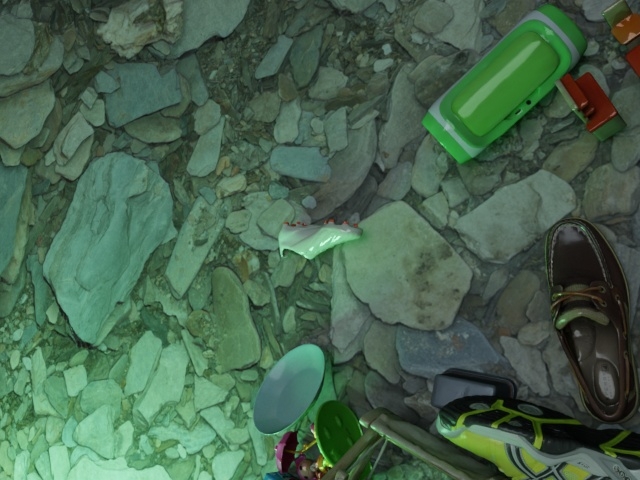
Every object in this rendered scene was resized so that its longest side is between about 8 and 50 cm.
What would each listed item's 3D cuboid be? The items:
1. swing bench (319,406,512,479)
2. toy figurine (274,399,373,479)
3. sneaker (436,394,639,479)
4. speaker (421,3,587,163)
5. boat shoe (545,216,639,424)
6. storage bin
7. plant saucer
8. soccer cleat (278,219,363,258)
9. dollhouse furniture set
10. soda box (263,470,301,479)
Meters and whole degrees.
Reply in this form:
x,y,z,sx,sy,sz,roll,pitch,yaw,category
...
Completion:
x,y,z,sx,sy,sz,roll,pitch,yaw,category
0.147,0.416,1.131,0.253,0.165,0.254,24,57,30,swing bench
-0.008,0.402,1.322,0.159,0.130,0.173,-31,90,33,toy figurine
0.357,0.344,1.060,0.385,0.145,0.147,16,103,14,sneaker
0.327,-0.278,1.277,0.296,0.131,0.131,-43,62,13,speaker
0.427,0.118,1.129,0.123,0.123,0.342,-12,73,25,boat shoe
0.252,0.271,1.206,0.135,0.091,0.098,7,81,30,storage bin
-0.051,0.290,1.359,0.195,0.037,0.195,-37,28,24,plant saucer
0.000,0.000,1.424,0.196,0.068,0.076,-1,82,35,soccer cleat
0.528,-0.281,1.142,0.259,0.135,0.262,-36,55,24,dollhouse furniture set
-0.095,0.547,1.336,0.067,0.071,0.210,19,88,30,soda box
